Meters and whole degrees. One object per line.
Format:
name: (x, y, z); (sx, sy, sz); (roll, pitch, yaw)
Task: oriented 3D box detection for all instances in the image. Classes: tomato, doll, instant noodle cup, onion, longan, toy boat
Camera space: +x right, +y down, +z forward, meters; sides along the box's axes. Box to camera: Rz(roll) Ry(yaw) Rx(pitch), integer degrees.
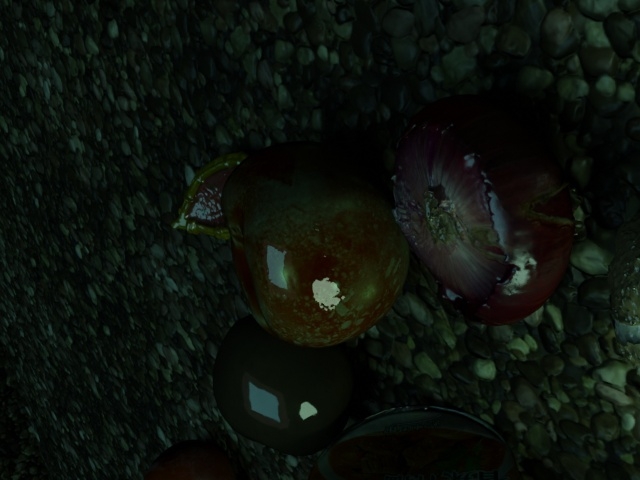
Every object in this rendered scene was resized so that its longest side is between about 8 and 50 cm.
tomato: (-0.290, 0.539, 1.725); (0.184, 0.208, 0.208); (47, 142, 9)
doll: (0.326, 0.033, 0.725); (0.115, 0.105, 0.221); (27, 132, 41)
instant noodle cup: (0.136, 0.403, 1.065); (0.296, 0.296, 0.214); (20, 134, 43)
onion: (0.173, -0.034, 0.828); (0.248, 0.161, 0.248); (22, 119, 48)
longan: (-0.058, 0.227, 1.231); (0.246, 0.215, 0.246); (159, 90, -77)
toy boat: (-0.142, -0.067, 1.250); (0.318, 0.099, 0.141); (-14, 97, 56)
tomato: (0.000, 0.000, 1.009); (0.270, 0.223, 0.270); (165, 90, -74)

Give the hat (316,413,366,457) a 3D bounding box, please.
hat: (0.071, 0.377, 1.313); (0.166, 0.144, 0.173); (47, -174, 29)
